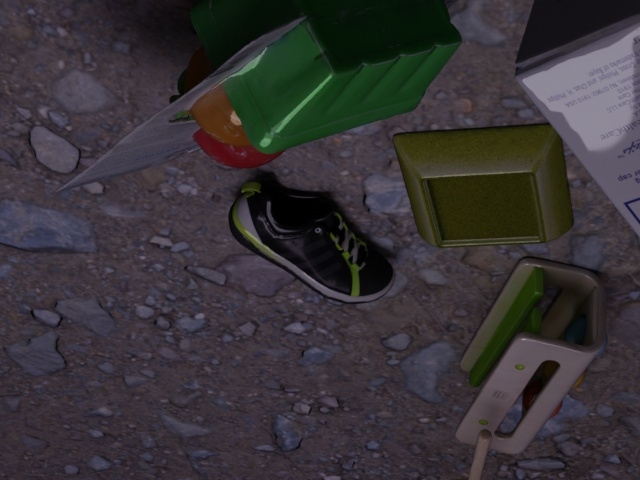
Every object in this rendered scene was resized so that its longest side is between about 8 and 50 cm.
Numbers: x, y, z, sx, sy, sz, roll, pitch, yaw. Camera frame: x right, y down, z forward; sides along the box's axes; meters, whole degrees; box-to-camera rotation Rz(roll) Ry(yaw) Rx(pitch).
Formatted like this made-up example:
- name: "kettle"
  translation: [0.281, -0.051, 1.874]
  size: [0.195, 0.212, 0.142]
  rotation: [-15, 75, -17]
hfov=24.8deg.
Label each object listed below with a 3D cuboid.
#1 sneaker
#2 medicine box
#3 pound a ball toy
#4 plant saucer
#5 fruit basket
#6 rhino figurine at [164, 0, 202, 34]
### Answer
- name: "sneaker"
  translation: [0.000, 0.000, 1.740]
  size: [0.235, 0.084, 0.097]
  rotation: [24, 139, -20]
- name: "medicine box"
  translation: [0.329, -0.148, 1.289]
  size: [0.149, 0.263, 0.289]
  rotation: [-22, 121, 36]
- name: "pound a ball toy"
  translation: [0.264, 0.201, 1.855]
  size: [0.136, 0.208, 0.319]
  rotation: [13, 142, -6]
- name: "plant saucer"
  translation: [0.189, -0.050, 1.670]
  size: [0.188, 0.045, 0.188]
  rotation: [-3, 142, 14]
- name: "fruit basket"
  translation: [-0.056, -0.158, 1.415]
  size: [0.327, 0.165, 0.353]
  rotation: [-21, 179, -43]
- name: "rhino figurine"
  translation: [-0.150, -0.279, 1.377]
  size: [0.073, 0.106, 0.243]
  rotation: [-20, 135, 33]
